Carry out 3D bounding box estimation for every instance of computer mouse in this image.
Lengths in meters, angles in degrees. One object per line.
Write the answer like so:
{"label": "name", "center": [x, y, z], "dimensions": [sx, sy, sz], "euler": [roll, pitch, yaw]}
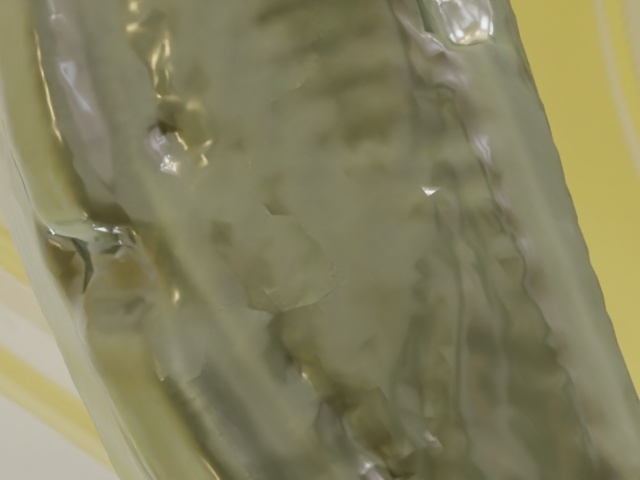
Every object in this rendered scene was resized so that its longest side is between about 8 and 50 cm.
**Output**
{"label": "computer mouse", "center": [-0.003, 0.003, 0.501], "dimensions": [0.228, 0.145, 0.429], "euler": [60, -166, -72]}
